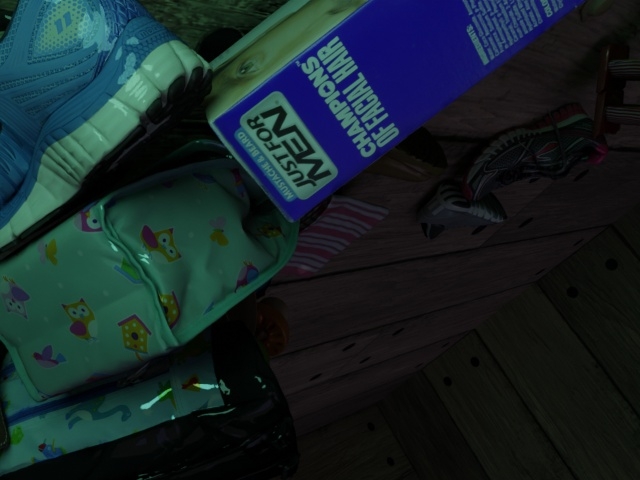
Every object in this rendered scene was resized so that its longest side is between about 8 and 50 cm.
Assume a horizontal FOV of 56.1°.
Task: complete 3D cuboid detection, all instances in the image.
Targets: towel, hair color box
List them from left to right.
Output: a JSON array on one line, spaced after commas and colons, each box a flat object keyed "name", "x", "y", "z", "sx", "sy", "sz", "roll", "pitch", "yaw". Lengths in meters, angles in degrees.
[{"name": "towel", "x": 0.000, "y": 0.000, "z": 0.927, "sx": 0.197, "sy": 0.029, "sz": 0.144, "roll": -39, "pitch": 152, "yaw": 31}, {"name": "hair color box", "x": 0.062, "y": -0.182, "z": 0.491, "sx": 0.339, "sy": 0.185, "sz": 0.110, "roll": -38, "pitch": 119, "yaw": 4}]

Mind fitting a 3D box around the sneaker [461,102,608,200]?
[{"name": "sneaker", "x": 0.396, "y": -0.152, "z": 1.113, "sx": 0.299, "sy": 0.112, "sz": 0.121, "roll": -27, "pitch": 157, "yaw": -9}]

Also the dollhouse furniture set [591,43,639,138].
[{"name": "dollhouse furniture set", "x": 0.646, "y": -0.262, "z": 1.042, "sx": 0.374, "sy": 0.201, "sz": 0.152, "roll": -16, "pitch": 112, "yaw": -44}]

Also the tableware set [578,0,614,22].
[{"name": "tableware set", "x": 0.405, "y": -0.365, "z": 0.803, "sx": 0.169, "sy": 0.020, "sz": 0.141, "roll": -38, "pitch": 155, "yaw": 19}]

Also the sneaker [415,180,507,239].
[{"name": "sneaker", "x": 0.273, "y": -0.051, "z": 1.224, "sx": 0.229, "sy": 0.086, "sz": 0.132, "roll": 10, "pitch": 140, "yaw": -43}]

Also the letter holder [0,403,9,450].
[{"name": "letter holder", "x": -0.436, "y": 0.118, "z": 0.503, "sx": 0.152, "sy": 0.214, "sz": 0.302, "roll": -30, "pitch": 158, "yaw": -3}]

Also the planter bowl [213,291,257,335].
[{"name": "planter bowl", "x": -0.166, "y": 0.073, "z": 0.848, "sx": 0.109, "sy": 0.162, "sz": 0.162, "roll": -11, "pitch": 159, "yaw": 8}]

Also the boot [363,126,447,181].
[{"name": "boot", "x": -0.018, "y": -0.063, "z": 0.724, "sx": 0.236, "sy": 0.089, "sz": 0.269, "roll": 27, "pitch": 130, "yaw": -12}]

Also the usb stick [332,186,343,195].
[{"name": "usb stick", "x": 0.002, "y": -0.089, "z": 0.838, "sx": 0.077, "sy": 0.045, "sz": 0.278, "roll": -22, "pitch": 156, "yaw": -18}]

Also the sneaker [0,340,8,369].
[{"name": "sneaker", "x": -0.509, "y": 0.186, "z": 0.727, "sx": 0.286, "sy": 0.109, "sz": 0.130, "roll": -28, "pitch": 153, "yaw": -32}]

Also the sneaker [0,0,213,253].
[{"name": "sneaker", "x": -0.224, "y": -0.096, "z": 0.468, "sx": 0.330, "sy": 0.147, "sz": 0.130, "roll": -28, "pitch": -167, "yaw": 38}]

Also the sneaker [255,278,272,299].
[{"name": "sneaker", "x": -0.141, "y": 0.075, "z": 0.983, "sx": 0.152, "sy": 0.058, "sz": 0.084, "roll": -25, "pitch": 149, "yaw": -30}]

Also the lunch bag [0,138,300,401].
[{"name": "lunch bag", "x": -0.161, "y": 0.013, "z": 0.597, "sx": 0.223, "sy": 0.160, "sz": 0.262, "roll": -23, "pitch": -169, "yaw": 33}]

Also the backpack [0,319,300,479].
[{"name": "backpack", "x": -0.233, "y": 0.225, "z": 0.734, "sx": 0.356, "sy": 0.273, "sz": 0.290, "roll": -27, "pitch": 148, "yaw": -12}]

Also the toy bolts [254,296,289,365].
[{"name": "toy bolts", "x": -0.144, "y": 0.206, "z": 1.044, "sx": 0.229, "sy": 0.218, "sz": 0.158, "roll": -3, "pitch": -152, "yaw": 26}]
